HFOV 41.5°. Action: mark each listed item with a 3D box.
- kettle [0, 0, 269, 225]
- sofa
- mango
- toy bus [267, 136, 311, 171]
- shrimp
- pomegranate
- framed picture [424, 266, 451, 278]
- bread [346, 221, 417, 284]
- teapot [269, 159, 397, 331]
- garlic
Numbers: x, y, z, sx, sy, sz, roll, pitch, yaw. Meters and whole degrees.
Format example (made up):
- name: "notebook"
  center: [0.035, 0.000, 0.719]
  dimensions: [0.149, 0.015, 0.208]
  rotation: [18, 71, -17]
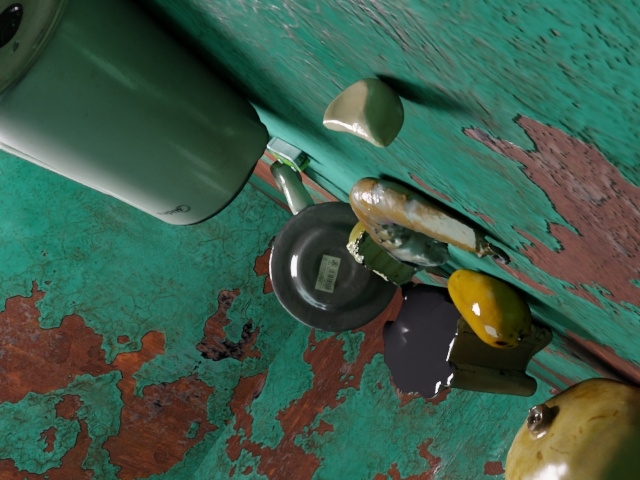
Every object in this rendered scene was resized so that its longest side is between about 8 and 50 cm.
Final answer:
- name: "kettle"
  center: [-0.318, -0.176, 1.157]
  dimensions: [0.361, 0.250, 0.377]
  rotation: [-15, 150, 32]
- name: "sofa"
  center: [0.248, 0.194, 1.492]
  dimensions: [0.200, 0.182, 0.258]
  rotation: [10, -171, -24]
- name: "mango"
  center: [0.260, 0.104, 1.294]
  dimensions: [0.115, 0.090, 0.178]
  rotation: [47, 178, -18]
- name: "toy bus"
  center: [-0.053, -0.144, 1.416]
  dimensions: [0.083, 0.031, 0.037]
  rotation: [33, 167, 47]
- name: "shrimp"
  center: [0.124, -0.026, 1.107]
  dimensions: [0.185, 0.068, 0.287]
  rotation: [32, 168, -8]
- name: "pomegranate"
  center: [0.456, 0.377, 1.341]
  dimensions: [0.333, 0.332, 0.332]
  rotation: [35, 178, 2]
- name: "framed picture"
  center: [0.156, 0.006, 1.741]
  dimensions: [0.231, 0.010, 0.173]
  rotation: [36, 177, -10]
- name: "bread"
  center: [0.098, -0.004, 1.432]
  dimensions: [0.156, 0.103, 0.110]
  rotation: [44, -176, -41]
- name: "teapot"
  center: [-0.010, 0.021, 1.627]
  dimensions: [0.322, 0.239, 0.239]
  rotation: [34, 180, -2]
- name: "garlic"
  center: [0.037, -0.101, 0.667]
  dimensions: [0.041, 0.053, 0.083]
  rotation: [39, 170, -35]
